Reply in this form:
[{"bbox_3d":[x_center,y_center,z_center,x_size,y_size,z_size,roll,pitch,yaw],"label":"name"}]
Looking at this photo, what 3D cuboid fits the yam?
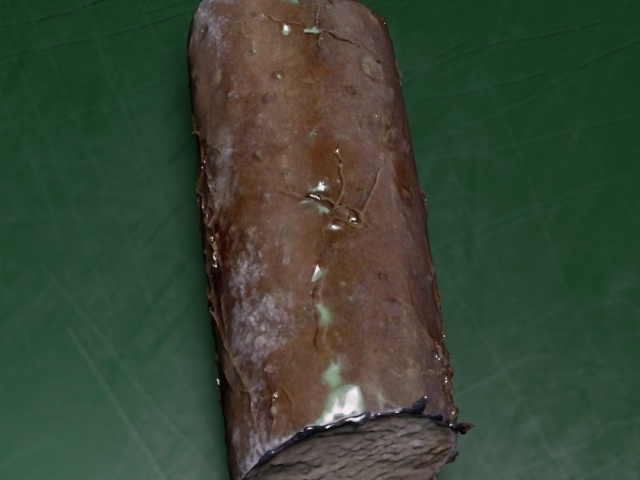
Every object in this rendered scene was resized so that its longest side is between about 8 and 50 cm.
[{"bbox_3d":[0.000,0.001,0.973,0.131,0.131,0.280,-5,64,-5],"label":"yam"}]
